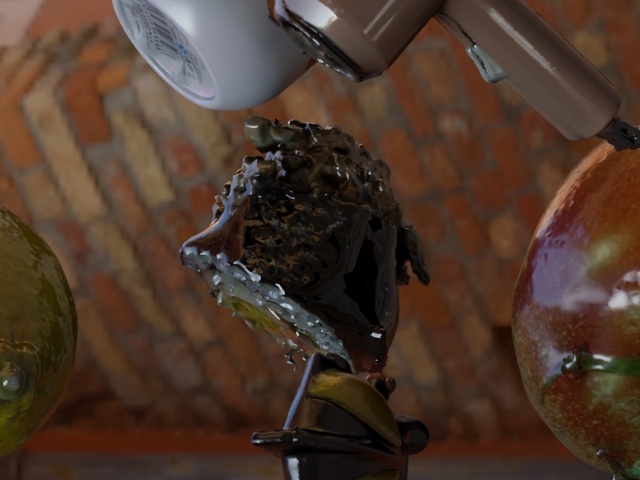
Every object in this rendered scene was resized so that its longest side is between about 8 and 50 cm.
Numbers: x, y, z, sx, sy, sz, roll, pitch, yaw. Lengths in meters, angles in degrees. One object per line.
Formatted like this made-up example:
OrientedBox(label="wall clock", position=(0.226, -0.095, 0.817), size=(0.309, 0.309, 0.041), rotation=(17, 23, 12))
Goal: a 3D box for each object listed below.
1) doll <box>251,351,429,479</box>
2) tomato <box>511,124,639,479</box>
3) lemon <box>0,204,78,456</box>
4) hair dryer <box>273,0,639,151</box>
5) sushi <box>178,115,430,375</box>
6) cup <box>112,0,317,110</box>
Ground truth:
OrientedBox(label="doll", position=(0.024, 0.148, 1.273), size=(0.248, 0.088, 0.127), rotation=(35, -153, -62))
OrientedBox(label="tomato", position=(0.304, 0.048, 1.479), size=(0.239, 0.303, 0.303), rotation=(-88, -8, -55))
OrientedBox(label="lemon", position=(-0.248, 0.059, 1.195), size=(0.248, 0.184, 0.184), rotation=(29, 136, 46))
OrientedBox(label="hair dryer", position=(0.076, -0.092, 0.813), size=(0.181, 0.117, 0.064), rotation=(39, 178, -20))
OrientedBox(label="sushi", position=(0.003, -0.005, 1.751), size=(0.219, 0.225, 0.238), rotation=(-61, -2, -23))
OrientedBox(label="cup", position=(-0.034, -0.279, 1.715), size=(0.212, 0.317, 0.212), rotation=(42, 162, 17))
